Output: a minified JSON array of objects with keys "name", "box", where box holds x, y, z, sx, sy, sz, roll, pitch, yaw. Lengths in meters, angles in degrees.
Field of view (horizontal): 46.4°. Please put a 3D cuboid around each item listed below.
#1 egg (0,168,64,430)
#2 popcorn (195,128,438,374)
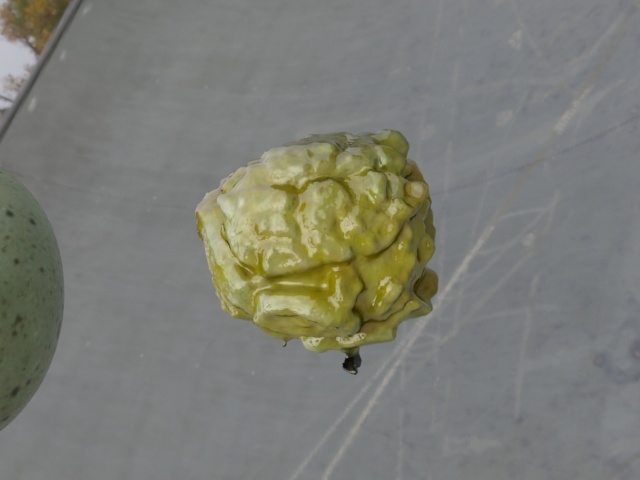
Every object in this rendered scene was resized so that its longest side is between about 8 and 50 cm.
[{"name":"egg","box":[-0.464,0.076,0.911,0.287,0.287,0.379,-32,57,57]},{"name":"popcorn","box":[0.007,0.005,0.737,0.249,0.225,0.249,-20,14,5]}]
